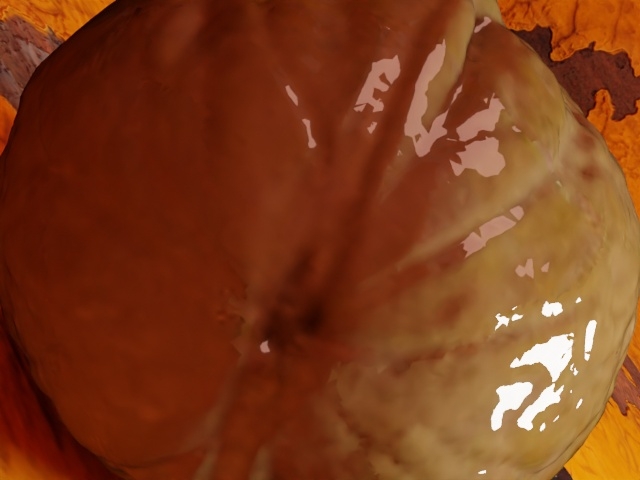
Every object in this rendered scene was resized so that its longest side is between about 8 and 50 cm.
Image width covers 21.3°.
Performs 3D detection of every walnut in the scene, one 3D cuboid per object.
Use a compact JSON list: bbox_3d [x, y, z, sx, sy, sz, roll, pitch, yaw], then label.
[{"bbox_3d":[0.000,0.000,0.809,0.333,0.333,0.333,46,18,-20],"label":"walnut"}]

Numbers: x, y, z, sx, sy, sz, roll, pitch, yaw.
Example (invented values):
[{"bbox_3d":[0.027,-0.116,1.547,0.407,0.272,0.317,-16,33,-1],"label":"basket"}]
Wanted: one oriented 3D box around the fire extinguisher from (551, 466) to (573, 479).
[{"bbox_3d":[0.152,0.205,1.107,0.072,0.089,0.268,22,28,-20],"label":"fire extinguisher"}]
